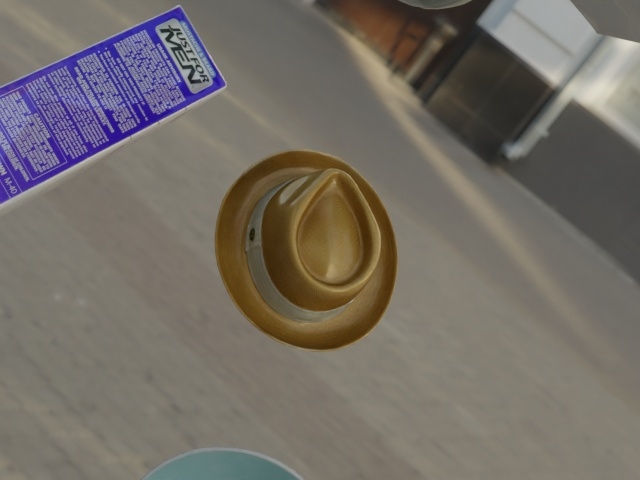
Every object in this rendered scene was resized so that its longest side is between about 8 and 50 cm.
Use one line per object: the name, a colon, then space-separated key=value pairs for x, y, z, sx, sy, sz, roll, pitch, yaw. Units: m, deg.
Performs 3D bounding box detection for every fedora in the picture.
fedora: x=0.000 y=0.000 z=1.388 sx=0.194 sy=0.194 sz=0.079 roll=36 pitch=-28 yaw=-9

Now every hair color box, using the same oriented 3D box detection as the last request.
hair color box: x=-0.273 y=-0.106 z=1.523 sx=0.339 sy=0.185 sz=0.110 roll=-33 pitch=95 yaw=-46

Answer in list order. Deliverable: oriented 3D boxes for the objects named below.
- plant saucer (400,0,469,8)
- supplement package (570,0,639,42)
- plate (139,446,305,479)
plant saucer: x=0.008 y=-0.348 z=1.086 sx=0.101 sy=0.400 sz=0.400 roll=-20 pitch=43 yaw=-21
supplement package: x=0.288 y=-0.300 z=1.366 sx=0.262 sy=0.145 sz=0.204 roll=41 pitch=-10 yaw=-38
plate: x=-0.071 y=0.249 z=1.185 sx=0.188 sy=0.188 sz=0.024 roll=39 pitch=10 yaw=6
